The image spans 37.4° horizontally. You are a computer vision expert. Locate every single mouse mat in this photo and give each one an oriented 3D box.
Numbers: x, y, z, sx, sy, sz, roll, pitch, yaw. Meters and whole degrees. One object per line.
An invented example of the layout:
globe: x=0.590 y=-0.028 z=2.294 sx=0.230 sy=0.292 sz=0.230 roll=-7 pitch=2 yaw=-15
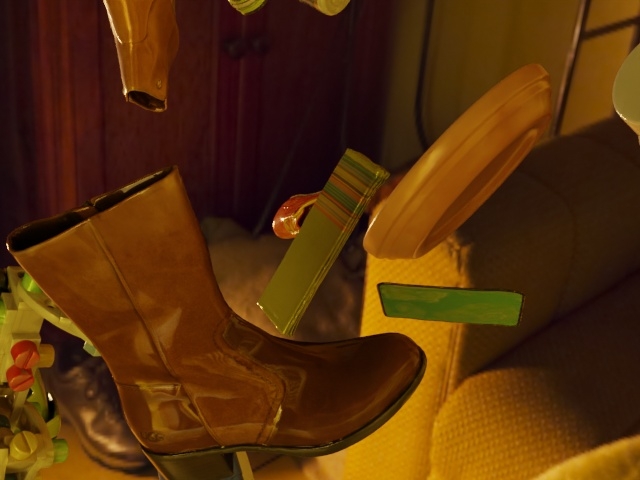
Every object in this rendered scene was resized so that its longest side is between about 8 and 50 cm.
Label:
mouse mat: x=0.173 y=0.086 z=1.253 sx=0.189 sy=0.153 sz=0.007 roll=3 pitch=69 yaw=9

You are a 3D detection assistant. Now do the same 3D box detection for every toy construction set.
toy construction set: x=-0.340 y=0.156 z=1.105 sx=0.151 sy=0.328 sz=0.215 roll=21 pitch=23 yaw=-43

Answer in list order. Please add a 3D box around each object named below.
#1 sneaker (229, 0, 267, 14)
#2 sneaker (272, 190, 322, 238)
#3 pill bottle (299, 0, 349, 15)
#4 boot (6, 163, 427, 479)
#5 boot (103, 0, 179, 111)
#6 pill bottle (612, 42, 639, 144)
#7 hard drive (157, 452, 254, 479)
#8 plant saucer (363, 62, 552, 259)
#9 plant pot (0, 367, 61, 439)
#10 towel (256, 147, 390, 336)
sneaker: x=-0.162 y=-0.566 z=1.707 sx=0.111 sy=0.300 sz=0.121 roll=-19 pitch=-17 yaw=22
sneaker: x=-0.028 y=-0.037 z=1.418 sx=0.067 sy=0.064 sz=0.175 roll=-33 pitch=5 yaw=-36
pill bottle: x=-0.021 y=-0.327 z=1.151 sx=0.120 sy=0.067 sz=0.067 roll=33 pitch=36 yaw=26
boot: x=-0.070 y=0.054 z=0.769 sx=0.264 sy=0.281 sz=0.096 roll=-16 pitch=31 yaw=11
boot: x=-0.273 y=-0.324 z=1.397 sx=0.104 sy=0.211 sz=0.295 roll=-3 pitch=-15 yaw=9
pill bottle: x=0.641 y=-0.155 z=1.472 sx=0.392 sy=0.224 sz=0.224 roll=35 pitch=11 yaw=-32
hard drive: x=-0.221 y=0.354 z=1.656 sx=0.040 sy=0.210 sz=0.319 roll=15 pitch=38 yaw=-38
plant saucer: x=0.116 y=-0.053 z=0.751 sx=0.037 sy=0.200 sz=0.200 roll=46 pitch=39 yaw=12
plant pot: x=-0.595 y=0.292 z=1.695 sx=0.227 sy=0.207 sz=0.228 roll=-34 pitch=15 yaw=-14
towel: x=0.000 y=0.000 z=1.177 sx=0.021 sy=0.237 sz=0.102 roll=26 pitch=9 yaw=-29
